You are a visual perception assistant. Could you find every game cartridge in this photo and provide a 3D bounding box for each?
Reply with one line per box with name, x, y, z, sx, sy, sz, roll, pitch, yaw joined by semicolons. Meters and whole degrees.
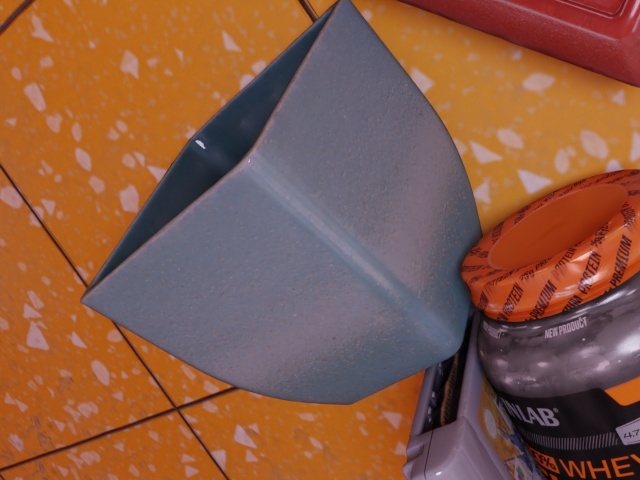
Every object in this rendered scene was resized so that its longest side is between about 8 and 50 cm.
game cartridge;0.153;0.184;0.733;0.062;0.297;0.198;-31;102;23

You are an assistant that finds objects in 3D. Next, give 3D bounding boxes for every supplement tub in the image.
supplement tub;0.261;0.128;0.688;0.207;0.207;0.338;-23;104;38

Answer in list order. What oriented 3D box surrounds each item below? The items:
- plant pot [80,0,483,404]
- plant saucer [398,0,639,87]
plant pot;0.000;0.000;0.752;0.252;0.247;0.248;41;132;-16
plant saucer;0.149;-0.264;0.574;0.258;0.047;0.259;25;110;16
